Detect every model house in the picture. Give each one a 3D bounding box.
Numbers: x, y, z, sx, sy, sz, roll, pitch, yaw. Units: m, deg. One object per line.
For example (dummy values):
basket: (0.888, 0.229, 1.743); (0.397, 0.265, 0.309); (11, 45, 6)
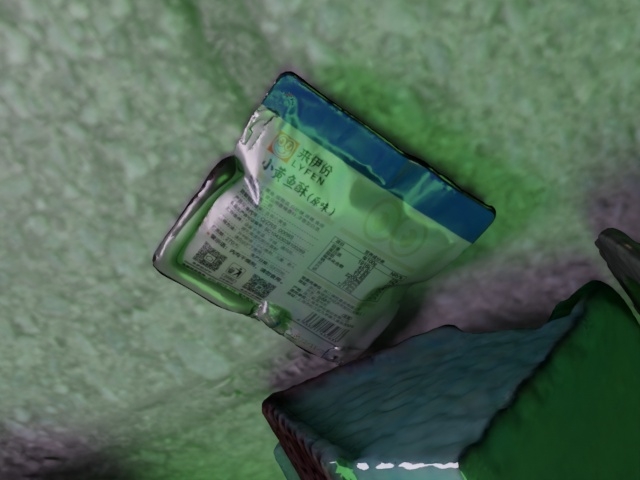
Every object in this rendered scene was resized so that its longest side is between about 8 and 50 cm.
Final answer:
model house: (0.107, 0.205, 0.504); (0.248, 0.230, 0.281); (-20, 97, 48)

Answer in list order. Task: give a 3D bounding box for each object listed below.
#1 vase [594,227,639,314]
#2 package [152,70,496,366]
vase: (0.345, 0.008, 0.392); (0.291, 0.245, 0.245); (-38, 116, 10)
package: (0.000, 0.000, 0.474); (0.171, 0.027, 0.173); (32, 116, -16)
